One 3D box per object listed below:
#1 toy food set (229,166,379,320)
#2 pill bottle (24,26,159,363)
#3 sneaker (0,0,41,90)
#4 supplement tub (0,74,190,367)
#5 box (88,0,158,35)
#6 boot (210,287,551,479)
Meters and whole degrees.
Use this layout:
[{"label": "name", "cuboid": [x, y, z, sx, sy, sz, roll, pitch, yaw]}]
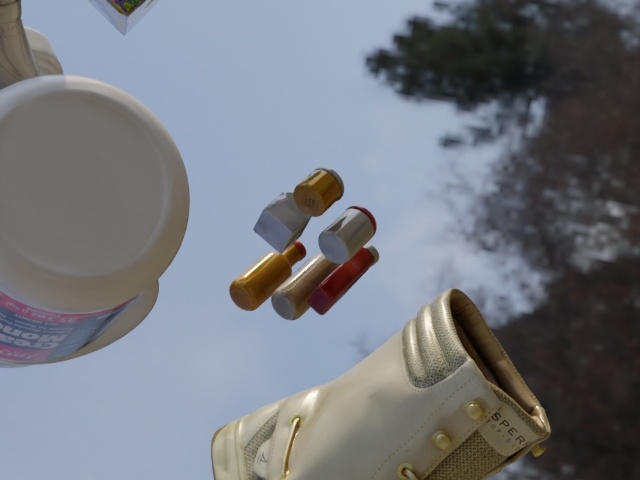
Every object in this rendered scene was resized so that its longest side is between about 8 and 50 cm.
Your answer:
[{"label": "toy food set", "cuboid": [0.000, 0.000, 1.939, 0.104, 0.111, 0.232, -42, -12, -40]}, {"label": "pill bottle", "cuboid": [-0.340, -0.057, 2.169, 0.363, 0.210, 0.210, 66, -174, 25]}, {"label": "sneaker", "cuboid": [-0.291, -0.253, 1.541, 0.114, 0.152, 0.305, -60, -52, -69]}, {"label": "supplement tub", "cuboid": [-0.230, -0.006, 1.521, 0.272, 0.191, 0.191, -40, 26, 64]}, {"label": "box", "cuboid": [-0.211, -0.431, 2.040, 0.290, 0.279, 0.177, -45, 4, -6]}, {"label": "boot", "cuboid": [0.049, 0.170, 1.107, 0.095, 0.203, 0.262, 39, -156, -42]}]
